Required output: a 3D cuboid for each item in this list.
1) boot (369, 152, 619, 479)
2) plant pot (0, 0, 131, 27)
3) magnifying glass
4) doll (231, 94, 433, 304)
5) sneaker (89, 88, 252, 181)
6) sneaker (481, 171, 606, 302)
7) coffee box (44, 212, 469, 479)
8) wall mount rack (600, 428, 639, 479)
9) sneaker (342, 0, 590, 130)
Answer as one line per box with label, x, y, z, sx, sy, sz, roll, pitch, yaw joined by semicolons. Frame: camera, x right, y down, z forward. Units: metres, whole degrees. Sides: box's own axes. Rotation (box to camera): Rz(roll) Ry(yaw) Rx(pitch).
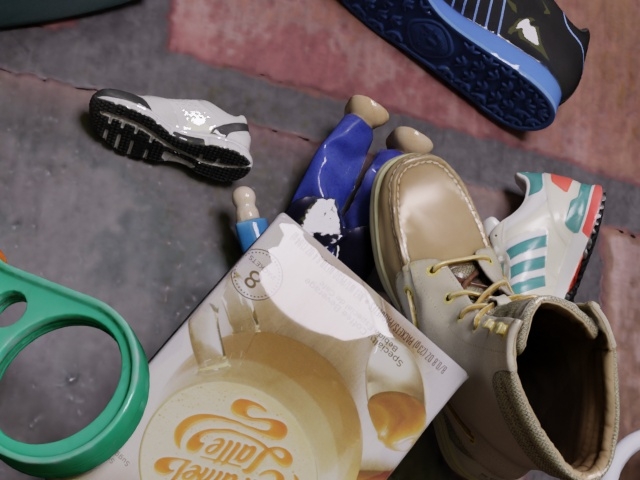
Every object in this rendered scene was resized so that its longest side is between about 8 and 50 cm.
boot;0.098;0.037;0.752;0.077;0.165;0.213;-14;84;-15
plant pot;-0.195;-0.225;0.772;0.234;0.165;0.165;-1;72;-30
magnifying glass;-0.169;0.033;0.694;0.092;0.026;0.231;-37;53;-9
doll;0.000;0.000;0.829;0.129;0.046;0.189;33;68;-19
sneaker;-0.094;-0.073;0.827;0.109;0.040;0.043;20;49;-18
sneaker;0.136;0.024;0.880;0.075;0.057;0.161;20;71;15
coffee box;-0.055;0.126;0.707;0.141;0.098;0.246;41;72;-3
wall mount rack;0.327;0.083;0.830;0.350;0.130;0.304;-13;75;-28
sneaker;0.091;-0.179;0.918;0.232;0.081;0.090;40;59;-12
